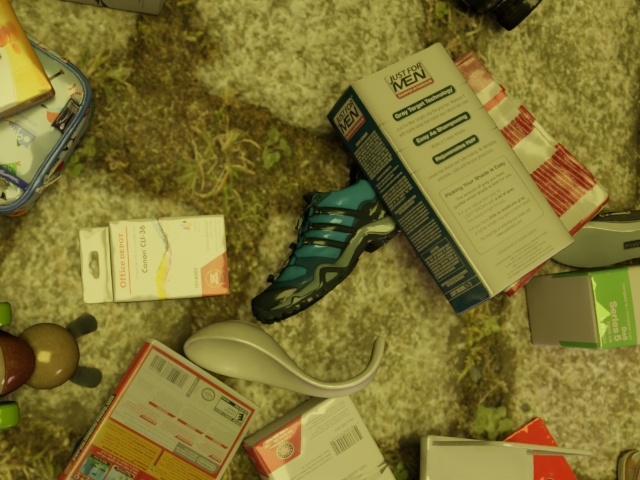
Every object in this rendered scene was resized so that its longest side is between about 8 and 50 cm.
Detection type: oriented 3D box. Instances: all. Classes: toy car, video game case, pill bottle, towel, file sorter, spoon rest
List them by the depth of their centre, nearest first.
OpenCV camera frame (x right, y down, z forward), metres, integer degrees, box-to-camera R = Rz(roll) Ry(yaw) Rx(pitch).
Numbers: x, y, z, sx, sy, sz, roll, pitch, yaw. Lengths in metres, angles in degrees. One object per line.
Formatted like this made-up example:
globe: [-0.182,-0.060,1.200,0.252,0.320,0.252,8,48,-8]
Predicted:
toy car: [-0.381,0.154,1.139,0.188,0.149,0.154,-4,89,-43]
video game case: [-0.227,0.301,1.149,0.204,0.025,0.285,40,71,-30]
file sorter: [0.259,0.410,1.159,0.193,0.173,0.277,12,72,-26]
spoon rest: [-0.051,0.166,1.180,0.277,0.137,0.084,4,59,0]
towel: [0.257,-0.108,1.318,0.237,0.037,0.329,-41,84,-13]
pill bottle: [0.247,-0.435,1.333,0.219,0.123,0.122,42,77,-7]

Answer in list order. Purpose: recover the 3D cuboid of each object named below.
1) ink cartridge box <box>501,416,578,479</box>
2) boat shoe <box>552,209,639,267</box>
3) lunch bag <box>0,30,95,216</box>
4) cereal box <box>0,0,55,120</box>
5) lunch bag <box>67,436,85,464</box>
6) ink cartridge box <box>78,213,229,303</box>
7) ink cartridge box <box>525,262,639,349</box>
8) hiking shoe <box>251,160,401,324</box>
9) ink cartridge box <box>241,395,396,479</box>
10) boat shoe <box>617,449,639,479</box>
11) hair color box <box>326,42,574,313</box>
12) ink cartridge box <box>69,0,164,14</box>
ink cartridge box: [0.270,0.496,1.270,0.385,0.091,0.308,-31,93,-14]
boat shoe: [0.471,-0.015,1.374,0.229,0.076,0.080,-10,120,7]
lunch bag: [-0.464,-0.176,1.137,0.303,0.115,0.243,34,80,-8]
cereal box: [-0.476,-0.208,1.055,0.240,0.047,0.173,-28,92,-10]
lunch bag: [-0.305,0.318,1.154,0.067,0.065,0.098,24,80,-30]
ink cartridge box: [-0.233,0.028,1.197,0.198,0.067,0.115,-4,86,-14]
ink cartridge box: [0.483,0.092,1.304,0.273,0.198,0.114,-5,86,-14]
hiking shoe: [0.000,0.000,1.248,0.304,0.113,0.132,-40,87,-24]
ink cartridge box: [0.012,0.341,1.214,0.159,0.092,0.217,-29,91,-19]
boat shoe: [0.507,0.428,1.344,0.068,0.072,0.189,-5,86,-15]
hair color box: [0.181,-0.090,1.219,0.174,0.105,0.347,-29,83,-27]
ink cartridge box: [-0.318,-0.415,1.206,0.209,0.087,0.152,7,83,-13]
